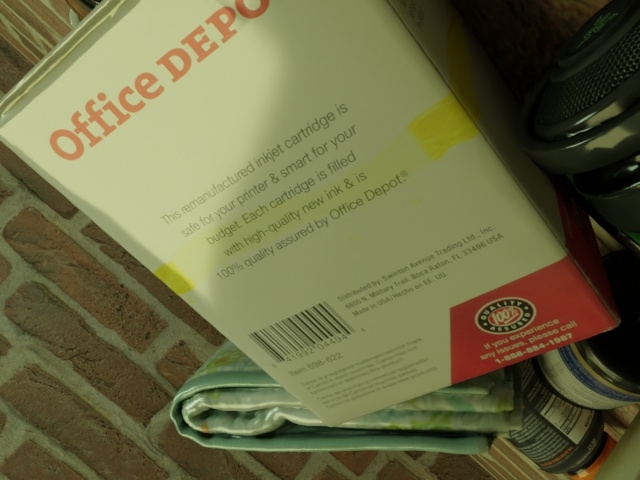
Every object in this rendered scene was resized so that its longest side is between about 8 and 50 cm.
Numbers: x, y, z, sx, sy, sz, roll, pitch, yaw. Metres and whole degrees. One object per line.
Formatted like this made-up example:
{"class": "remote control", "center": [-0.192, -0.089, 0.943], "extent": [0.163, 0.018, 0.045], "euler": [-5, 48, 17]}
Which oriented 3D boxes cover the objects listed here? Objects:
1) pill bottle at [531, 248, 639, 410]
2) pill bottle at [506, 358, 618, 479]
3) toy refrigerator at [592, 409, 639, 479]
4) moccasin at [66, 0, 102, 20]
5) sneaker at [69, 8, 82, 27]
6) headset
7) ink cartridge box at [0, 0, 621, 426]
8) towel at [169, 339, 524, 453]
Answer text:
{"class": "pill bottle", "center": [0.271, 0.096, 0.624], "extent": [0.122, 0.123, 0.219], "euler": [38, 168, 15]}
{"class": "pill bottle", "center": [0.335, 0.263, 1.005], "extent": [0.245, 0.130, 0.130], "euler": [41, 168, 1]}
{"class": "toy refrigerator", "center": [0.318, 0.229, 0.595], "extent": [0.102, 0.270, 0.094], "euler": [38, 168, 11]}
{"class": "moccasin", "center": [-0.162, -0.241, 0.785], "extent": [0.379, 0.139, 0.147], "euler": [29, 157, 9]}
{"class": "sneaker", "center": [-0.311, -0.320, 1.100], "extent": [0.235, 0.090, 0.095], "euler": [49, -177, -30]}
{"class": "headset", "center": [0.231, -0.050, 0.303], "extent": [0.243, 0.185, 0.394], "euler": [42, -176, 12]}
{"class": "ink cartridge box", "center": [0.005, -0.056, 0.510], "extent": [0.279, 0.160, 0.385], "euler": [-27, 121, 30]}
{"class": "towel", "center": [0.055, 0.142, 0.794], "extent": [0.374, 0.090, 0.320], "euler": [-3, -168, 20]}
